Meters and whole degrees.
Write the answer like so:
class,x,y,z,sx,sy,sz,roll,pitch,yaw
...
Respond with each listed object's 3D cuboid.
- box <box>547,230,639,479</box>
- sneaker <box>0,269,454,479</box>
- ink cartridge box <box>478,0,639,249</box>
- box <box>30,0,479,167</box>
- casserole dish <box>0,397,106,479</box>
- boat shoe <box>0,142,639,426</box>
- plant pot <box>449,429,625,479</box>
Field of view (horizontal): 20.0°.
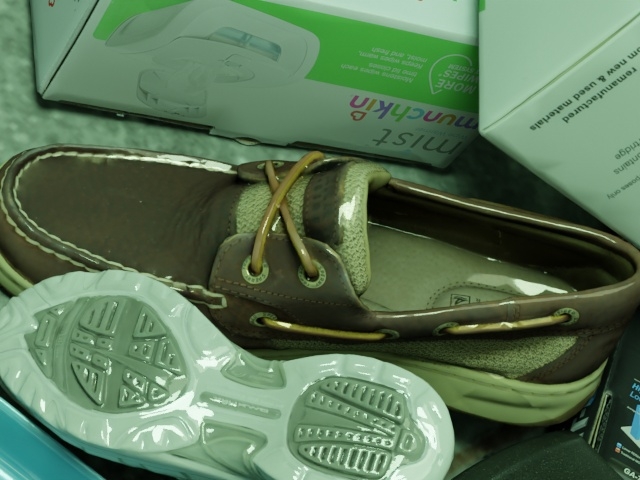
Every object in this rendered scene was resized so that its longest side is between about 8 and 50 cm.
class,x,y,z,sx,sy,sz,roll,pitch,yaw
box,0.274,0.143,1.035,0.295,0.073,0.293,31,47,-8
sneaker,-0.052,0.093,0.867,0.232,0.115,0.090,21,62,13
ink cartridge box,0.227,-0.081,0.993,0.289,0.121,0.211,33,38,-27
box,-0.031,-0.180,1.048,0.262,0.127,0.231,9,53,-27
casserole dish,-0.150,0.137,0.811,0.188,0.037,0.114,38,47,-3
boat shoe,0.000,0.000,0.920,0.342,0.123,0.123,16,51,-8
plant pot,0.091,0.198,0.824,0.188,0.187,0.167,46,36,5
